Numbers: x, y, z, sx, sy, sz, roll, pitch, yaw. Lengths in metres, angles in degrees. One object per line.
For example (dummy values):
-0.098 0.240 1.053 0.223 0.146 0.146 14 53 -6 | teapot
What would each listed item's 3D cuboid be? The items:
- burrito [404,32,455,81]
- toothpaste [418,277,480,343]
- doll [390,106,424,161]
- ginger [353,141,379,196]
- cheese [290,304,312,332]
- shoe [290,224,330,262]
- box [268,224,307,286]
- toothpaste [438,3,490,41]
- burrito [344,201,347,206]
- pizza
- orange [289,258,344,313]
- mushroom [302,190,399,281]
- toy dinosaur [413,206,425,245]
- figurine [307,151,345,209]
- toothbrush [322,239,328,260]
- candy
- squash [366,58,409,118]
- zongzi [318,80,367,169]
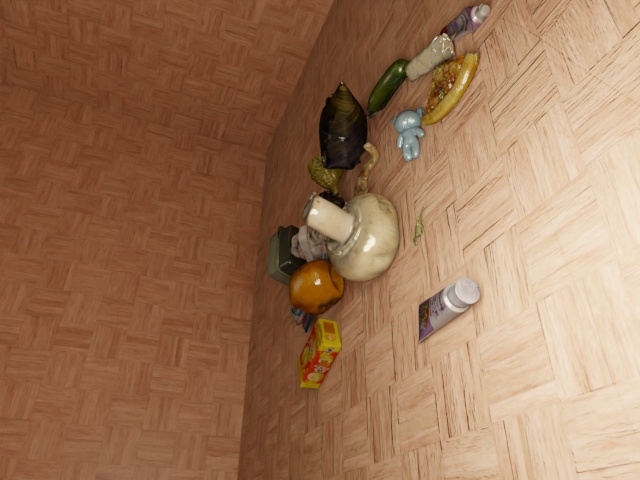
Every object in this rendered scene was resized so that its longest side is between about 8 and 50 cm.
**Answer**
0.353 -0.601 1.697 0.082 0.059 0.275 62 164 -7 | burrito
0.311 0.178 1.317 0.299 0.073 0.113 119 157 -61 | toothpaste
0.304 -0.354 1.705 0.120 0.075 0.179 -13 83 29 | doll
0.174 -0.241 2.001 0.089 0.075 0.288 -121 42 -70 | ginger
-0.084 0.331 2.404 0.286 0.074 0.188 -123 46 -64 | cheese
0.000 0.002 2.160 0.351 0.198 0.171 127 148 -55 | shoe
-0.139 0.079 2.509 0.166 0.221 0.290 -34 42 35 | box
0.424 -0.659 1.557 0.301 0.048 0.075 -157 76 -74 | toothpaste
0.120 -0.054 1.998 0.064 0.064 0.203 152 112 -68 | burrito
0.380 -0.476 1.542 0.292 0.058 0.197 127 151 -53 | pizza
-0.017 0.204 2.046 0.183 0.249 0.249 61 140 32 | orange
0.089 -0.032 1.690 0.314 0.336 0.314 -49 26 35 | mushroom
0.300 -0.047 1.560 0.060 0.029 0.119 119 159 -72 | toy dinosaur
0.050 -0.228 2.301 0.187 0.168 0.315 -31 54 29 | figurine
0.016 0.105 2.127 0.386 0.040 0.040 93 179 -60 | toothbrush
-0.010 0.464 2.064 0.146 0.088 0.276 -105 32 -53 | candy
0.250 -0.584 1.978 0.331 0.087 0.087 132 146 -60 | squash
0.094 -0.570 2.108 0.432 0.208 0.403 87 -175 -50 | zongzi
